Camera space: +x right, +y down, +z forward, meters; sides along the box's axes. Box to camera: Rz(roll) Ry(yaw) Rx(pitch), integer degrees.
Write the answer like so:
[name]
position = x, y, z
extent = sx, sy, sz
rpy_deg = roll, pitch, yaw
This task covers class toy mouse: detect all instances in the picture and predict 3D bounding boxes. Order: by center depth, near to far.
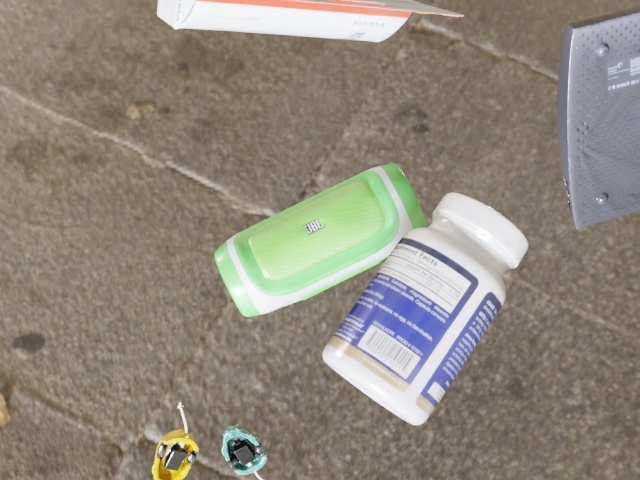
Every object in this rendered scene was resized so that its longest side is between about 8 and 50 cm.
[toy mouse]
position = -0.105, 0.234, 0.915
extent = 0.143, 0.161, 0.031
rpy_deg = 15, 20, -24

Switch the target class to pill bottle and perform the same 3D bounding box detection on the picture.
[pill bottle]
position = 0.134, 0.080, 1.111
extent = 0.153, 0.153, 0.265
rpy_deg = 34, 81, 15

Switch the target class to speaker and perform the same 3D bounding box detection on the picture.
[speaker]
position = 0.000, 0.000, 1.311
extent = 0.296, 0.131, 0.131
rpy_deg = -26, 59, -1

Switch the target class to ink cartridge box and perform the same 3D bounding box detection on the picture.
[ink cartridge box]
position = -0.021, -0.186, 0.739
extent = 0.189, 0.066, 0.232
rpy_deg = -1, 26, -21

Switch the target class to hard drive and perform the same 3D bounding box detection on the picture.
[hard drive]
position = 0.360, -0.151, 1.065
extent = 0.171, 0.255, 0.054
rpy_deg = -16, 30, -10
